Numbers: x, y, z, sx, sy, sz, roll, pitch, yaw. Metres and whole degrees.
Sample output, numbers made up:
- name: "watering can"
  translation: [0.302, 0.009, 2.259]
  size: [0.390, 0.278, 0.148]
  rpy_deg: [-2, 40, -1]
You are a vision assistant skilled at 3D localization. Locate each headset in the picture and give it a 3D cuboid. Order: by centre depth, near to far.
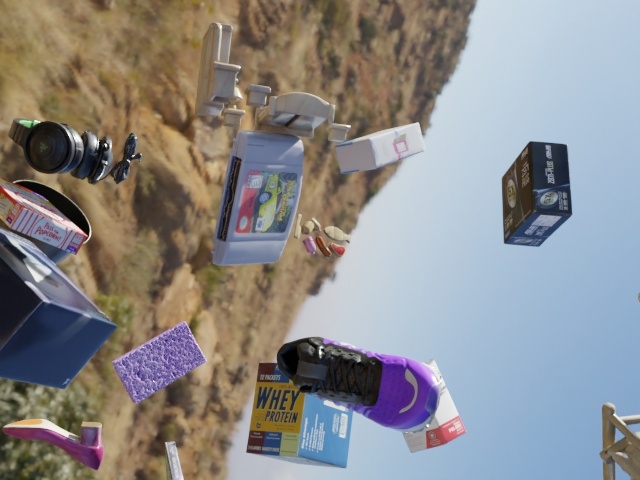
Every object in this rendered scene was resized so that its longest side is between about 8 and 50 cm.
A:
- name: "headset"
  translation: [-0.611, -0.244, 2.302]
  size: [0.243, 0.394, 0.185]
  rpy_deg: [12, 104, -55]

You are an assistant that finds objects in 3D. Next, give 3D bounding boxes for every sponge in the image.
- name: "sponge"
  translation: [-0.394, 0.298, 2.240]
  size: [0.210, 0.117, 0.031]
  rpy_deg: [-30, -172, -29]

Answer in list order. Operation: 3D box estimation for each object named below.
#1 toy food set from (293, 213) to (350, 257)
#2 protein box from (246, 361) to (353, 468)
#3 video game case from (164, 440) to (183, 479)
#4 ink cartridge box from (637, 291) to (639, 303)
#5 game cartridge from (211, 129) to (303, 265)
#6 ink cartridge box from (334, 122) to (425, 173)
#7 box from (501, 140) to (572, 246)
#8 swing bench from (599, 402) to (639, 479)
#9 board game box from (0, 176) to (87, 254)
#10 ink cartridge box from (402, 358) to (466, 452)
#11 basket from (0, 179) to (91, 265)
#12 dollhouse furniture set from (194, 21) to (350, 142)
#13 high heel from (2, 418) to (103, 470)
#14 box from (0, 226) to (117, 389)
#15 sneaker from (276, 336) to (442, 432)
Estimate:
- name: "toy food set"
  translation: [0.000, 0.000, 1.743]
  size: [0.019, 0.122, 0.078]
  rpy_deg: [-37, -146, 46]
- name: "protein box"
  translation: [-0.038, 0.383, 1.997]
  size: [0.201, 0.136, 0.200]
  rpy_deg: [30, 62, -51]
- name: "video game case"
  translation: [-0.278, 0.533, 1.775]
  size: [0.274, 0.026, 0.196]
  rpy_deg: [-144, -129, -74]
- name: "ink cartridge box"
  translation: [0.669, 0.129, 1.259]
  size: [0.279, 0.384, 0.160]
  rpy_deg: [-44, -154, 10]
- name: "game cartridge"
  translation: [-0.130, -0.089, 1.987]
  size: [0.196, 0.060, 0.294]
  rpy_deg: [-4, 111, -51]
- name: "ink cartridge box"
  translation: [0.099, -0.152, 1.504]
  size: [0.088, 0.122, 0.052]
  rpy_deg: [-5, -78, 50]
- name: "box"
  translation: [0.413, -0.087, 1.760]
  size: [0.180, 0.077, 0.147]
  rpy_deg: [110, -17, -70]
- name: "swing bench"
  translation: [0.494, 0.392, 1.259]
  size: [0.253, 0.165, 0.255]
  rpy_deg: [-126, -141, -57]
- name: "board game box"
  translation: [-0.533, -0.053, 1.663]
  size: [0.146, 0.193, 0.045]
  rpy_deg: [30, 93, -48]
- name: "ink cartridge box"
  translation: [0.171, 0.277, 1.531]
  size: [0.099, 0.056, 0.135]
  rpy_deg: [-32, -102, 52]
- name: "basket"
  translation: [-0.657, 0.006, 2.047]
  size: [0.227, 0.204, 0.154]
  rpy_deg: [-45, -161, 33]
- name: "dollhouse furniture set"
  translation: [-0.071, -0.335, 1.914]
  size: [0.303, 0.355, 0.174]
  rpy_deg: [170, -75, -75]
- name: "high heel"
  translation: [-0.655, 0.503, 2.235]
  size: [0.082, 0.244, 0.117]
  rpy_deg: [-154, -113, -80]
- name: "box"
  translation: [-0.596, 0.115, 1.752]
  size: [0.183, 0.294, 0.296]
  rpy_deg: [-49, 161, -2]
- name: "sneaker"
  translation: [0.037, 0.197, 1.293]
  size: [0.293, 0.146, 0.102]
  rpy_deg: [5, -101, 55]
